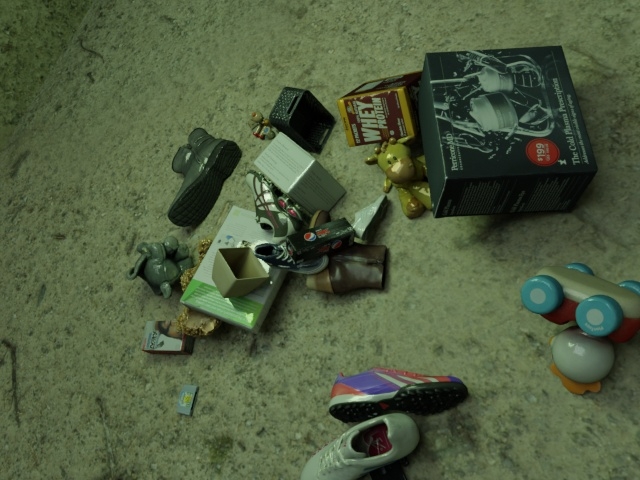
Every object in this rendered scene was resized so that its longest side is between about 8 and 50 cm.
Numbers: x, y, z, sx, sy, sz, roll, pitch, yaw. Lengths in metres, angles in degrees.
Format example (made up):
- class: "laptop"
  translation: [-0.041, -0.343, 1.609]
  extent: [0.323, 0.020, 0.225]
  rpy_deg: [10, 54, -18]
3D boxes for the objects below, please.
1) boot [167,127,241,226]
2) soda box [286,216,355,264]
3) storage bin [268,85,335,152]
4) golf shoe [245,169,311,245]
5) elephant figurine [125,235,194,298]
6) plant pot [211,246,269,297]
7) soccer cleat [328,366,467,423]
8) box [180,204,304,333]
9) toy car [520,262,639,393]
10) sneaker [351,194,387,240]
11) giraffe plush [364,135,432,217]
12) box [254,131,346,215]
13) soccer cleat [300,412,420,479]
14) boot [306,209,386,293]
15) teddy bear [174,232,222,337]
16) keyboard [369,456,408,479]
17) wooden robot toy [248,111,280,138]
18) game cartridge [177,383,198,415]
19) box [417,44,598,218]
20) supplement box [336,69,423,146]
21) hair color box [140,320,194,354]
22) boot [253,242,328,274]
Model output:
- class: "boot"
  translation: [-0.422, -0.207, 2.013]
  extent: [0.223, 0.118, 0.338]
  rpy_deg: [23, 71, 41]
- class: "soda box"
  translation: [0.000, 0.000, 1.533]
  extent: [0.169, 0.053, 0.060]
  rpy_deg: [-18, 49, -21]
- class: "storage bin"
  translation: [-0.052, -0.351, 1.784]
  extent: [0.084, 0.180, 0.122]
  rpy_deg: [21, 80, 38]
- class: "golf shoe"
  translation: [-0.148, -0.099, 1.685]
  extent: [0.120, 0.105, 0.273]
  rpy_deg: [-48, 51, 3]
- class: "elephant figurine"
  translation: [-0.523, 0.089, 1.920]
  extent: [0.240, 0.186, 0.169]
  rpy_deg: [-17, 103, 37]
- class: "plant pot"
  translation: [-0.219, 0.090, 1.585]
  extent: [0.109, 0.109, 0.096]
  rpy_deg: [54, 126, 29]
- class: "soccer cleat"
  translation: [0.169, 0.328, 1.379]
  extent: [0.318, 0.108, 0.116]
  rpy_deg: [-15, 41, 22]
- class: "box"
  translation: [-0.210, 0.074, 1.693]
  extent: [0.232, 0.058, 0.322]
  rpy_deg: [18, 66, 20]
- class: "toy car"
  translation: [0.499, 0.186, 1.201]
  extent: [0.210, 0.219, 0.237]
  rpy_deg: [22, 110, 38]
- class: "sneaker"
  translation: [0.124, -0.068, 1.596]
  extent: [0.061, 0.053, 0.152]
  rpy_deg: [20, 58, 31]
- class: "giraffe plush"
  translation: [0.214, -0.183, 1.540]
  extent: [0.181, 0.170, 0.210]
  rpy_deg: [-50, 52, 4]
- class: "box"
  translation: [-0.056, -0.177, 1.704]
  extent: [0.119, 0.181, 0.182]
  rpy_deg: [-48, 51, 2]
- class: "soccer cleat"
  translation: [0.058, 0.464, 1.333]
  extent: [0.331, 0.143, 0.116]
  rpy_deg: [-37, 53, 21]
- class: "boot"
  translation: [0.073, 0.024, 1.610]
  extent: [0.207, 0.090, 0.248]
  rpy_deg: [-4, 61, 16]
- class: "teddy bear"
  translation: [-0.303, 0.126, 1.778]
  extent: [0.245, 0.113, 0.337]
  rpy_deg: [-10, 61, 9]
- class: "keyboard"
  translation: [0.152, 0.489, 1.360]
  extent: [0.108, 0.023, 0.180]
  rpy_deg: [-39, 53, 20]
- class: "wooden robot toy"
  translation: [-0.191, -0.373, 1.949]
  extent: [0.173, 0.079, 0.076]
  rpy_deg: [26, 84, 39]
- class: "game cartridge"
  translation: [-0.374, 0.447, 1.721]
  extent: [0.056, 0.017, 0.083]
  rpy_deg: [-2, 67, 36]
- class: "box"
  translation: [0.397, -0.242, 1.370]
  extent: [0.313, 0.179, 0.343]
  rpy_deg: [-4, 63, 1]
- class: "supplement box"
  translation: [0.179, -0.347, 1.607]
  extent: [0.191, 0.129, 0.194]
  rpy_deg: [-3, 26, 32]
- class: "hair color box"
  translation: [-0.452, 0.288, 1.821]
  extent: [0.167, 0.053, 0.093]
  rpy_deg: [-5, 65, 30]
- class: "boot"
  translation: [-0.079, 0.044, 1.570]
  extent: [0.190, 0.086, 0.069]
  rpy_deg: [-1, 72, 32]
